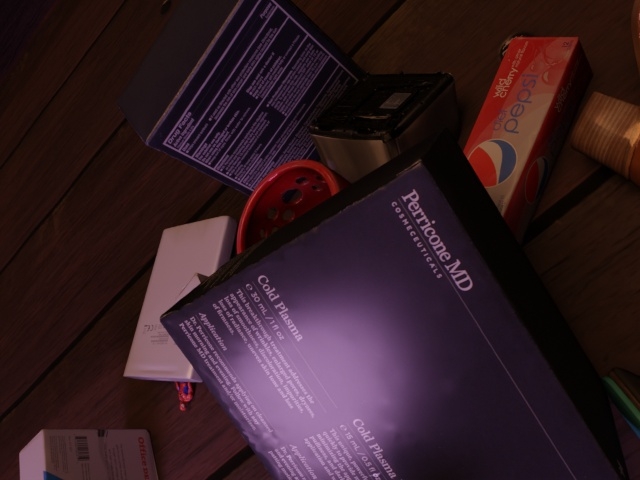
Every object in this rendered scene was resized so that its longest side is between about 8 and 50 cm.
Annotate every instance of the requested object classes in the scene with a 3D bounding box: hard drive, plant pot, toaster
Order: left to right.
[{"bbox_3d":[-0.268,0.111,1.017,0.203,0.040,0.307,-9,61,37],"label":"hard drive"},{"bbox_3d":[0.000,0.000,0.773,0.191,0.174,0.191,-15,65,34],"label":"plant pot"},{"bbox_3d":[0.092,-0.159,0.772,0.168,0.110,0.186,14,50,42],"label":"toaster"}]

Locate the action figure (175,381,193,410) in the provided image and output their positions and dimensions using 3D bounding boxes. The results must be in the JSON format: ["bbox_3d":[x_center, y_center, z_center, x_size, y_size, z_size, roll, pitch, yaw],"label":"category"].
[{"bbox_3d":[-0.252,0.255,0.978,0.038,0.030,0.115,-20,64,29],"label":"action figure"}]

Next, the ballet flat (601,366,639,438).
[{"bbox_3d":[0.361,0.224,0.449,0.096,0.095,0.280,-28,53,12],"label":"ballet flat"}]

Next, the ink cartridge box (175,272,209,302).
[{"bbox_3d":[-0.147,0.125,0.859,0.063,0.150,0.109,-48,50,14],"label":"ink cartridge box"}]

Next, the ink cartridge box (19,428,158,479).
[{"bbox_3d":[-0.394,0.413,0.913,0.086,0.203,0.148,-42,51,21],"label":"ink cartridge box"}]

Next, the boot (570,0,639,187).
[{"bbox_3d":[0.414,-0.172,0.525,0.220,0.109,0.283,35,110,36],"label":"boot"}]

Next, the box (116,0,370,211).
[{"bbox_3d":[-0.122,-0.254,0.893,0.296,0.294,0.183,-52,49,10],"label":"box"}]

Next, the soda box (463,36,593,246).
[{"bbox_3d":[0.250,-0.124,0.680,0.092,0.083,0.263,21,87,42],"label":"soda box"}]

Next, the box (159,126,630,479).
[{"bbox_3d":[0.076,0.119,0.550,0.312,0.179,0.343,-29,98,28],"label":"box"}]
